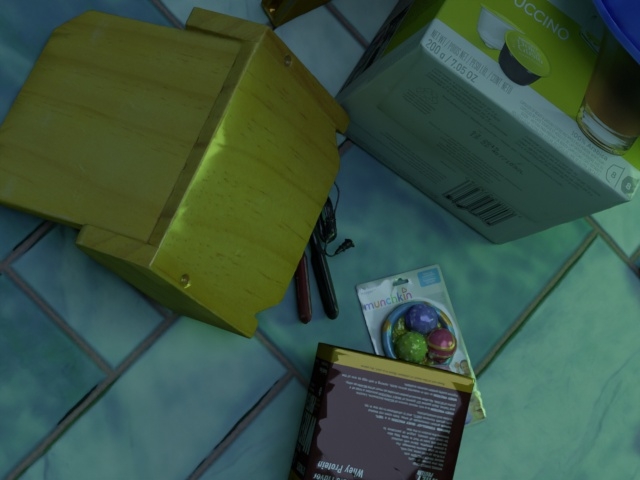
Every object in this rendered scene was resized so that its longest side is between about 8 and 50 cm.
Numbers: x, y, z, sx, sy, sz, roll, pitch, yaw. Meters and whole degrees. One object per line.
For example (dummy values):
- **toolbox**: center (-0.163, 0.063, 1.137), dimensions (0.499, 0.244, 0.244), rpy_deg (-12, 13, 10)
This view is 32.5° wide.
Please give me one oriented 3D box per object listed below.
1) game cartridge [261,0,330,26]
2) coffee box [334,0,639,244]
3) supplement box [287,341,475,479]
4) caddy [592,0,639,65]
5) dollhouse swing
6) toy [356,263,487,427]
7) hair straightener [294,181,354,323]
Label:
- **game cartridge**: center (0.093, -0.429, 1.528), dimensions (0.324, 0.285, 0.052), rpy_deg (-33, 91, -22)
- **coffee box**: center (0.273, -0.242, 1.522), dimensions (0.338, 0.338, 0.334), rpy_deg (35, 71, -11)
- **supplement box**: center (0.075, 0.250, 1.442), dimensions (0.191, 0.129, 0.194), rpy_deg (13, 86, -9)
- **caddy**: center (0.457, -0.268, 1.322), dimensions (0.341, 0.179, 0.241), rpy_deg (47, 44, -7)
- **dollhouse swing**: center (-0.206, -0.101, 1.471), dimensions (0.315, 0.305, 0.346), rpy_deg (42, 64, -48)
- **toy**: center (0.152, 0.157, 1.554), dimensions (0.137, 0.056, 0.237), rpy_deg (-14, 84, -21)
- **hair straightener**: center (0.000, 0.000, 1.546), dimensions (0.089, 0.047, 0.230), rpy_deg (-4, 76, -20)
